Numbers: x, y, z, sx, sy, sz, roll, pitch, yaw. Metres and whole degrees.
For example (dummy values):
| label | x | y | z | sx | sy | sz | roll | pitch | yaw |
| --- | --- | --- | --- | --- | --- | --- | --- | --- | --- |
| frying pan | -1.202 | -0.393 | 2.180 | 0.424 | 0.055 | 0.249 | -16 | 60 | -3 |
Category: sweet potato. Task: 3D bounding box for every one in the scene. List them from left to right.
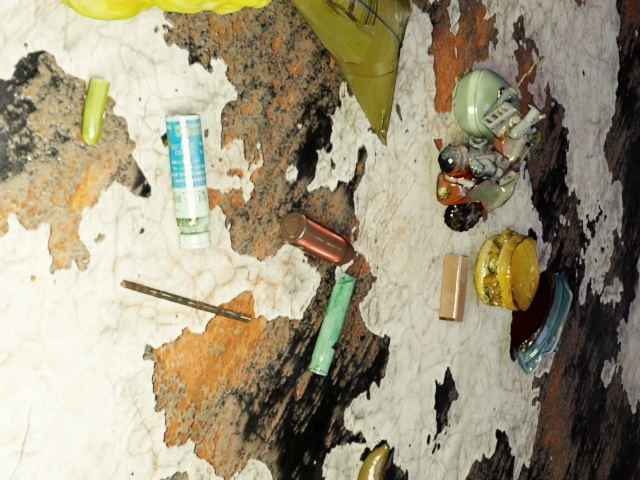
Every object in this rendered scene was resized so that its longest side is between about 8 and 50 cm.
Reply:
| label | x | y | z | sx | sy | sz | roll | pitch | yaw |
| --- | --- | --- | --- | --- | --- | --- | --- | --- | --- |
| sweet potato | 0.098 | 0.507 | 1.637 | 0.069 | 0.060 | 0.249 | -24 | 117 | -63 |

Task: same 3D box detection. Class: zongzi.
| label | x | y | z | sx | sy | sz | roll | pitch | yaw |
| --- | --- | --- | --- | --- | --- | --- | --- | --- | --- |
| zongzi | 0.043 | -0.318 | 1.449 | 0.260 | 0.123 | 0.289 | 3 | 94 | -48 |

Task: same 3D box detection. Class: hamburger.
| label | x | y | z | sx | sy | sz | roll | pitch | yaw |
| --- | --- | --- | --- | --- | --- | --- | --- | --- | --- |
| hamburger | 0.433 | 0.064 | 1.992 | 0.182 | 0.118 | 0.190 | -9 | 104 | -56 |

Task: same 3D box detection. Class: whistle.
| label | x | y | z | sx | sy | sz | roll | pitch | yaw |
| --- | --- | --- | --- | --- | --- | --- | --- | --- | --- |
| whistle | 0.022 | 0.146 | 1.521 | 0.039 | 0.039 | 0.186 | 39 | 62 | -47 |

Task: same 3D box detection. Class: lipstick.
| label | x | y | z | sx | sy | sz | roll | pitch | yaw |
| --- | --- | --- | --- | --- | --- | --- | --- | --- | --- |
| lipstick | 0.291 | 0.103 | 1.866 | 0.045 | 0.045 | 0.145 | 8 | 86 | -51 |

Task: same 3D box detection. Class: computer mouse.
| label | x | y | z | sx | sy | sz | roll | pitch | yaw |
| --- | --- | --- | --- | --- | --- | --- | --- | --- | --- |
| computer mouse | 0.403 | -0.297 | 1.942 | 0.288 | 0.097 | 0.159 | 11 | 82 | -52 |

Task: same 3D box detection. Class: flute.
| label | x | y | z | sx | sy | sz | roll | pitch | yaw |
| --- | --- | --- | --- | --- | --- | --- | --- | --- | --- |
| flute | -0.189 | 0.092 | 1.255 | 0.270 | 0.014 | 0.014 | 24 | 73 | -51 |

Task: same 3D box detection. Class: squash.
| label | x | y | z | sx | sy | sz | roll | pitch | yaw |
| --- | --- | --- | --- | --- | --- | --- | --- | --- | --- |
| squash | -0.289 | -0.163 | 1.092 | 0.027 | 0.028 | 0.083 | 17 | 79 | -52 |

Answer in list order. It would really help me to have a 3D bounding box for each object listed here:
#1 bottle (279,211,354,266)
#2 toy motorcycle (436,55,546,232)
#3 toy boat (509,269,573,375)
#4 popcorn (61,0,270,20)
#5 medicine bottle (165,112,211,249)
| label | x | y | z | sx | sy | sz | roll | pitch | yaw |
| --- | --- | --- | --- | --- | --- | --- | --- | --- | --- |
| bottle | 0.000 | 0.000 | 1.464 | 0.164 | 0.060 | 0.060 | 28 | 71 | -51 |
| toy motorcycle | 0.371 | -0.205 | 1.798 | 0.401 | 0.134 | 0.207 | -49 | 131 | 8 |
| toy boat | 0.566 | 0.208 | 2.170 | 0.142 | 0.129 | 0.309 | 49 | 54 | -30 |
| popcorn | -0.152 | -0.409 | 1.039 | 0.293 | 0.292 | 0.334 | 42 | 51 | -16 |
| medicine bottle | -0.186 | -0.084 | 1.215 | 0.051 | 0.051 | 0.191 | -17 | 105 | -51 |
